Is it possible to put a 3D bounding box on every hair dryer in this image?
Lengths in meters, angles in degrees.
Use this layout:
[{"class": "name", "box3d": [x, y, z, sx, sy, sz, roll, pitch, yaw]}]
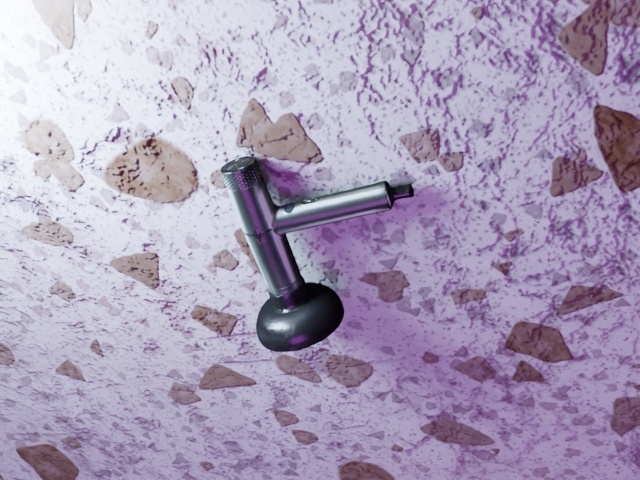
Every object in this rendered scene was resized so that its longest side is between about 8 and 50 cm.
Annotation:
[{"class": "hair dryer", "box3d": [0.000, 0.022, 1.296, 0.284, 0.155, 0.320, 5, 124, 25]}]
